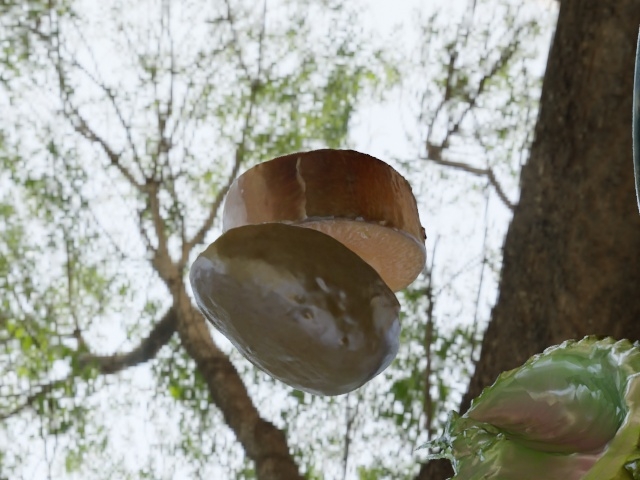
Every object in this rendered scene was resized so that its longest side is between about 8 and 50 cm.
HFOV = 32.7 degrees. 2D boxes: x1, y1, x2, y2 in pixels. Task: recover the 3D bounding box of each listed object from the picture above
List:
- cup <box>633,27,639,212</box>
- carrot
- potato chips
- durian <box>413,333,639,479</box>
[{"bbox_3d":[0.477,-0.107,1.062,0.311,0.331,0.256,0,-127,8],"label":"cup"},{"bbox_3d":[0.000,0.000,1.393,0.258,0.307,0.100,13,-118,-14],"label":"carrot"},{"bbox_3d":[-0.020,0.067,0.983,0.202,0.150,0.049,41,-155,-18],"label":"potato chips"},{"bbox_3d":[0.156,0.146,0.743,0.169,0.158,0.352,5,-173,3],"label":"durian"}]
